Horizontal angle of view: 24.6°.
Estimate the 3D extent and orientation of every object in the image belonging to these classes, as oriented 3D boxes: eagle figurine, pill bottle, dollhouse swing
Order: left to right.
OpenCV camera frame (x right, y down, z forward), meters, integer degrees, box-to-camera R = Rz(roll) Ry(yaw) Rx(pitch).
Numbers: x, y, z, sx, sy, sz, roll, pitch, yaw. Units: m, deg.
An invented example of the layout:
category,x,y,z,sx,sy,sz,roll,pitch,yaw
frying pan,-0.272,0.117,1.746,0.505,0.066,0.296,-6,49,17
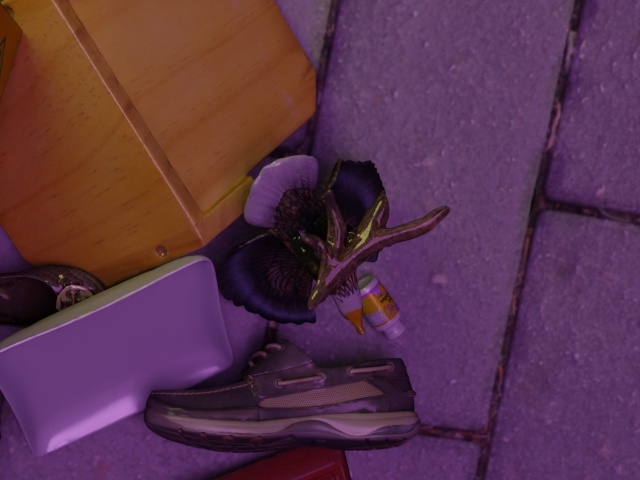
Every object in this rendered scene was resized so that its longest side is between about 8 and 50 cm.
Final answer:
category,x,y,z,sx,sy,sz,roll,pitch,yaw
dollhouse swing,-0.231,-0.181,1.772,0.315,0.305,0.346,-22,109,31
eagle figurine,0.001,0.011,1.755,0.226,0.298,0.225,7,94,-12
pill bottle,0.076,0.088,1.913,0.043,0.043,0.083,-38,107,-8

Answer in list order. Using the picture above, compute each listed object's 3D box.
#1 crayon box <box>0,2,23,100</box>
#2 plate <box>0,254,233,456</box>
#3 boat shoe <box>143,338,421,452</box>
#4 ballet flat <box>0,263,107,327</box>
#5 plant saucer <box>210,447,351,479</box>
category,x,y,z,sx,sy,sz,roll,pitch,yaw
crayon box,-0.537,-0.132,1.547,0.363,0.106,0.313,13,76,9
plate,-0.247,0.132,1.750,0.278,0.045,0.277,-25,150,-11
boat shoe,-0.049,0.198,1.866,0.356,0.132,0.130,3,72,-17
ballet flat,-0.376,0.069,1.728,0.250,0.058,0.084,4,108,3
plant saucer,-0.048,0.412,1.901,0.259,0.048,0.259,-19,104,-24
